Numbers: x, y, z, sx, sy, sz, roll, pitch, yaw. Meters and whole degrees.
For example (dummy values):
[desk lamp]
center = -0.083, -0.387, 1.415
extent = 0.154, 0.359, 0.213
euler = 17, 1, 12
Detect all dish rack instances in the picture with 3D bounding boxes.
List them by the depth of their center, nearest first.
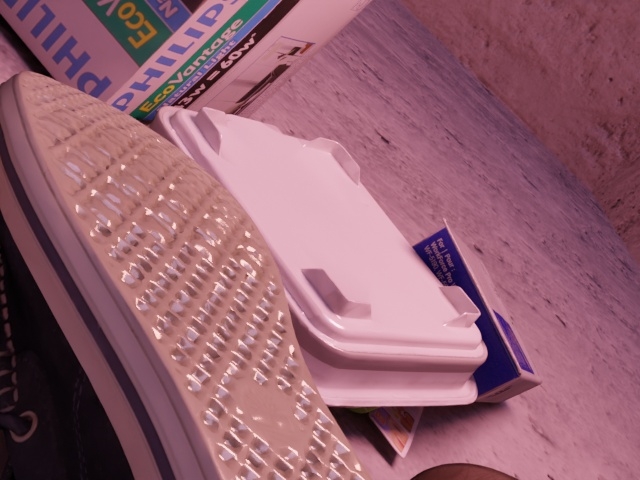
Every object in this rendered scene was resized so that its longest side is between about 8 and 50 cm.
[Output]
[dish rack]
center = 0.000, 0.000, 1.057
extent = 0.285, 0.072, 0.333
euler = 8, 37, -49

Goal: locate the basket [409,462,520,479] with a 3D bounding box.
[basket]
center = 0.068, 0.241, 0.700
extent = 0.204, 0.154, 0.227
euler = 54, 22, 18

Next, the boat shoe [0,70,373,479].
[boat shoe]
center = -0.093, 0.088, 0.615
extent = 0.186, 0.156, 0.500
euler = 22, 29, -45

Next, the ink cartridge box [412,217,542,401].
[ink cartridge box]
center = 0.159, 0.083, 1.241
extent = 0.165, 0.065, 0.332
euler = 65, 8, 14

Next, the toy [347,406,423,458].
[toy]
center = 0.064, 0.102, 1.125
extent = 0.137, 0.056, 0.237
euler = 50, 17, 0

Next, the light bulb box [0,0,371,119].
[light bulb box]
center = -0.170, -0.312, 1.141
extent = 0.358, 0.225, 0.361
euler = 50, 16, 7
